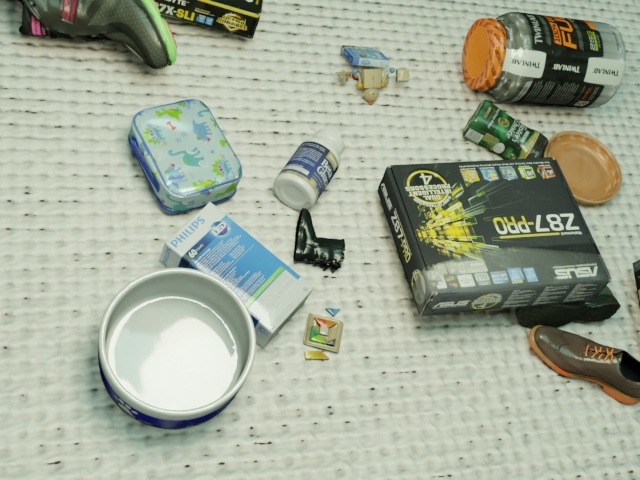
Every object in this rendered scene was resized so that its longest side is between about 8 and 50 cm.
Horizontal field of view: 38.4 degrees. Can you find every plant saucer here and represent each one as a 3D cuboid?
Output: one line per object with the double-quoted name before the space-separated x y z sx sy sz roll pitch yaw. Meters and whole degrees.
"plant saucer" 0.602 -0.164 2.133 0.200 0.037 0.200 8 58 -14

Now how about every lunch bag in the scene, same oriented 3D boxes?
"lunch bag" -0.271 -0.167 1.807 0.176 0.090 0.219 -21 69 -29

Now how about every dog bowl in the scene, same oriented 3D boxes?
"dog bowl" -0.249 0.186 1.587 0.265 0.104 0.264 6 63 -12

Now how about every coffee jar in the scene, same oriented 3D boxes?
"coffee jar" 0.423 -0.235 2.088 0.184 0.079 0.096 31 56 0

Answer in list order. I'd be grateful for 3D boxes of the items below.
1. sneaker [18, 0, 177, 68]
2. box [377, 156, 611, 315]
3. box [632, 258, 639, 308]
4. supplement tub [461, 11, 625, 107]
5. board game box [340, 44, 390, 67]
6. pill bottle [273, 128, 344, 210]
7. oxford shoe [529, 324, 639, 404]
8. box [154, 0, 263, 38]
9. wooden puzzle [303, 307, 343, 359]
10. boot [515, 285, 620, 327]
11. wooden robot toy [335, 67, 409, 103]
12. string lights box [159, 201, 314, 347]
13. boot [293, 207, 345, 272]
"sneaker" -0.508 -0.471 1.882 0.483 0.185 0.202 30 74 4
"box" 0.343 -0.015 1.856 0.395 0.097 0.318 -3 57 -18
"box" 0.766 0.177 1.937 0.169 0.087 0.290 19 56 -25
"supplement tub" 0.518 -0.422 2.153 0.338 0.207 0.207 1 61 -18
"board game box" 0.102 -0.421 2.099 0.090 0.020 0.090 1 30 -19
"pill bottle" -0.017 -0.150 1.880 0.094 0.094 0.169 32 56 1
"oxford shoe" 0.552 0.231 1.846 0.271 0.098 0.097 25 56 -4
"box" -0.250 -0.605 2.053 0.257 0.079 0.322 15 48 -12
"wooden puzzle" 0.007 0.175 1.746 0.079 0.014 0.116 11 58 -13
"boot" 0.495 0.097 1.934 0.247 0.083 0.161 -2 50 -20
"wooden robot toy" 0.117 -0.347 2.074 0.173 0.076 0.079 -5 98 -21
"string lights box" -0.157 0.062 1.719 0.260 0.076 0.133 40 56 7
"boot" 0.000 -0.001 1.829 0.099 0.045 0.121 10 65 -10
